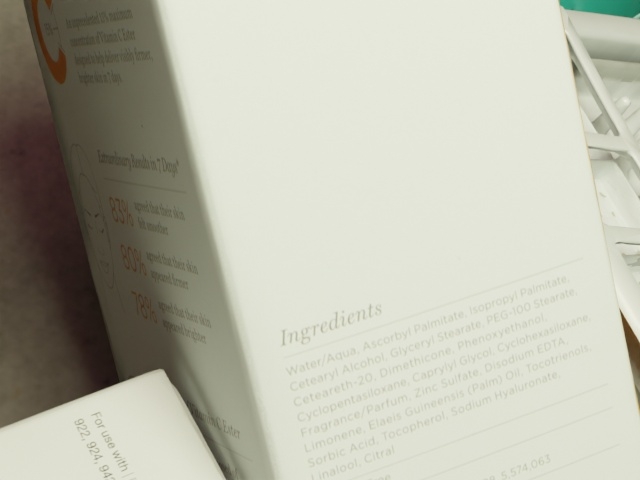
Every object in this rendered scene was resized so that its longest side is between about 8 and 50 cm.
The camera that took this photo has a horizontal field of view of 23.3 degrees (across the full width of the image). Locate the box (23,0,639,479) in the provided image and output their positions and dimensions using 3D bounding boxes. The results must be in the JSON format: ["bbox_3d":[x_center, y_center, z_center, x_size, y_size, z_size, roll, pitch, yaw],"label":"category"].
[{"bbox_3d":[0.000,0.000,0.693,0.168,0.215,0.345,-17,102,-21],"label":"box"}]

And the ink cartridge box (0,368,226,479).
[{"bbox_3d":[-0.166,0.189,0.635,0.273,0.198,0.115,-20,59,-23],"label":"ink cartridge box"}]

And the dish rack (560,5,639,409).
[{"bbox_3d":[0.216,0.014,0.792,0.333,0.072,0.285,-2,55,-42],"label":"dish rack"}]

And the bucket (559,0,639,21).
[{"bbox_3d":[0.059,-0.145,0.947,0.281,0.183,0.281,5,52,-6],"label":"bucket"}]
